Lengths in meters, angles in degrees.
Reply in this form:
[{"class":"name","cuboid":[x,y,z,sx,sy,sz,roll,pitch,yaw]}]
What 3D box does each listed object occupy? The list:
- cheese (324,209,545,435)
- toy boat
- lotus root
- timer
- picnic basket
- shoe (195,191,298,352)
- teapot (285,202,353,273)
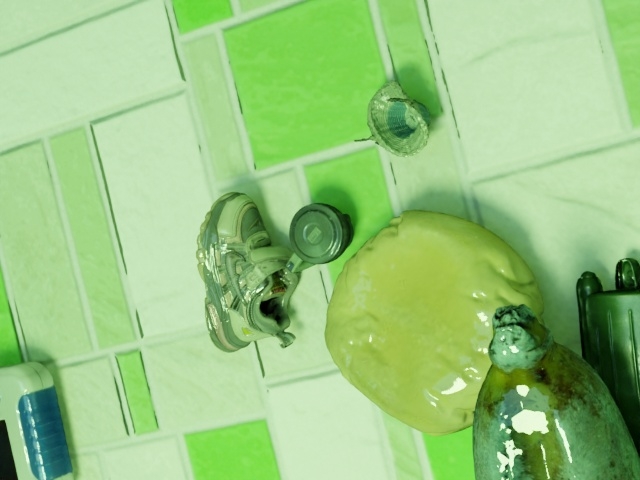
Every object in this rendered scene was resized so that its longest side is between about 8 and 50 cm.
[{"class":"cheese","cuboid":[0.115,0.078,1.667,0.226,0.117,0.214,44,109,24]},{"class":"toy boat","cuboid":[0.307,0.122,1.592,0.104,0.052,0.210,-6,94,29]},{"class":"lotus root","cuboid":[0.224,0.202,1.560,0.158,0.140,0.322,-9,104,24]},{"class":"timer","cuboid":[-0.420,0.249,2.024,0.253,0.078,0.178,-10,93,32]},{"class":"picnic basket","cuboid":[0.077,-0.124,1.682,0.065,0.083,0.083,-43,71,33]},{"class":"shoe","cuboid":[-0.075,0.037,1.787,0.092,0.089,0.180,3,100,31]},{"class":"teapot","cuboid":[0.000,0.000,1.757,0.066,0.057,0.088,47,113,20]}]
